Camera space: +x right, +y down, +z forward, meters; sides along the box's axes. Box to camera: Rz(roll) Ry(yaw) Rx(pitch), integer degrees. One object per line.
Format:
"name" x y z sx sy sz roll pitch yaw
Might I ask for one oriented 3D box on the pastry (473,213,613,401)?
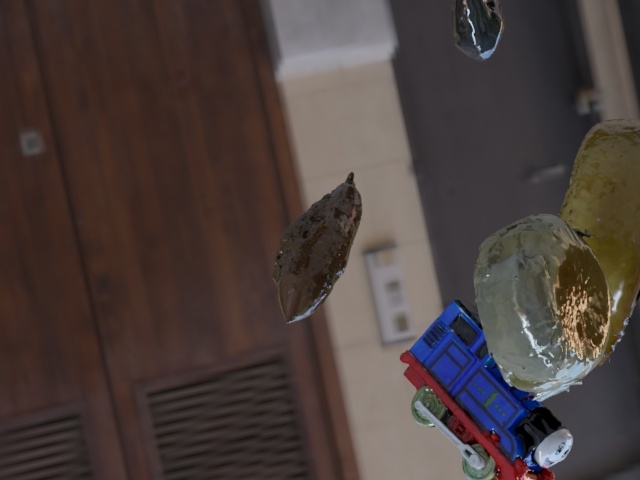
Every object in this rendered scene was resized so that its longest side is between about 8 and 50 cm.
"pastry" 0.196 0.057 1.499 0.088 0.166 0.166 -15 180 34

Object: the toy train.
"toy train" 0.174 0.168 1.738 0.131 0.204 0.083 -49 144 10

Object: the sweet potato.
"sweet potato" 0.000 0.000 1.565 0.206 0.068 0.060 -59 177 -46

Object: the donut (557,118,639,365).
"donut" 0.292 -0.009 1.737 0.108 0.277 0.277 21 -173 8

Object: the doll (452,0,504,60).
"doll" 0.245 -0.402 1.819 0.379 0.382 0.252 2 157 34
